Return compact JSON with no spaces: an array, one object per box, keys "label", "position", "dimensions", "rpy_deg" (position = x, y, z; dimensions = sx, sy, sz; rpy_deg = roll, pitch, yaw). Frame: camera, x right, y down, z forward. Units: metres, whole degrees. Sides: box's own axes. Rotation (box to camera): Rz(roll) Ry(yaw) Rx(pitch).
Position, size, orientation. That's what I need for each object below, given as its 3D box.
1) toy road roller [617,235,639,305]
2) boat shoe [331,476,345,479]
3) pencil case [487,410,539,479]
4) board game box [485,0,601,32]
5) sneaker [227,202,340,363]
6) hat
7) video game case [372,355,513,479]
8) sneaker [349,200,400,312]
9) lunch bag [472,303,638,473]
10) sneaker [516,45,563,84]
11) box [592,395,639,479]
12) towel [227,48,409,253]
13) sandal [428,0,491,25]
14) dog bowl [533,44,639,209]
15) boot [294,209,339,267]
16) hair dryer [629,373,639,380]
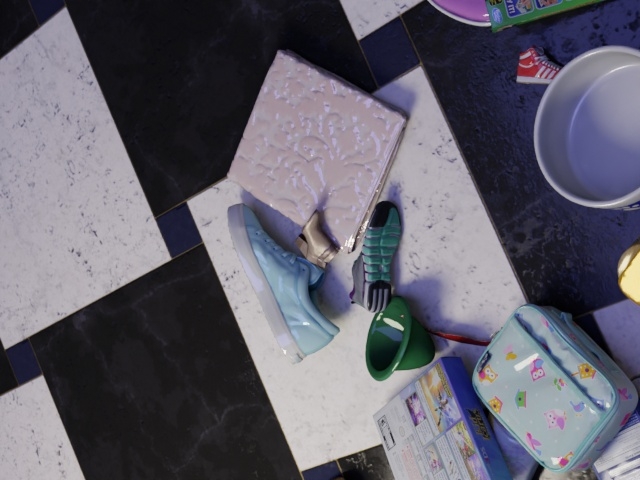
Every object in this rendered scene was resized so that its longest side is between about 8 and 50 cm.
[{"label":"toy road roller","position":[0.644,0.004,1.511],"dimensions":[0.240,0.202,0.330],"rpy_deg":[42,135,15]},{"label":"boat shoe","position":[-0.001,0.662,2.128],"dimensions":[0.123,0.123,0.342],"rpy_deg":[28,107,-8]},{"label":"pencil case","position":[0.332,0.453,1.873],"dimensions":[0.124,0.113,0.273],"rpy_deg":[27,112,23]},{"label":"board game box","position":[0.360,-0.542,1.685],"dimensions":[0.213,0.046,0.317],"rpy_deg":[-14,91,13]},{"label":"sneaker","position":[-0.071,0.068,2.067],"dimensions":[0.150,0.135,0.366],"rpy_deg":[-26,78,2]},{"label":"hat","position":[0.213,0.218,1.956],"dimensions":[0.173,0.183,0.208],"rpy_deg":[-70,20,8]},{"label":"video game case","position":[0.227,0.397,1.876],"dimensions":[0.244,0.061,0.270],"rpy_deg":[-50,49,41]},{"label":"sneaker","position":[0.095,0.028,1.968],"dimensions":[0.098,0.083,0.224],"rpy_deg":[12,95,54]},{"label":"lunch bag","position":[0.411,0.253,1.752],"dimensions":[0.279,0.107,0.224],"rpy_deg":[49,121,37]},{"label":"sneaker","position":[0.404,-0.311,1.739],"dimensions":[0.118,0.042,0.067],"rpy_deg":[8,106,32]},{"label":"box","position":[0.543,0.391,1.718],"dimensions":[0.136,0.036,0.225],"rpy_deg":[-39,64,39]},{"label":"towel","position":[-0.009,-0.184,2.008],"dimensions":[0.331,0.053,0.317],"rpy_deg":[33,113,22]},{"label":"sandal","position":[0.195,-0.541,1.790],"dimensions":[0.416,0.102,0.169],"rpy_deg":[46,119,16]},{"label":"dog bowl","position":[0.491,-0.182,1.626],"dimensions":[0.264,0.104,0.265],"rpy_deg":[-6,82,45]},{"label":"boot","position":[0.000,0.000,1.990],"dimensions":[0.087,0.042,0.118],"rpy_deg":[37,137,6]},{"label":"hair dryer","position":[0.644,0.374,1.688],"dimensions":[0.293,0.080,0.224],"rpy_deg":[19,108,27]}]
